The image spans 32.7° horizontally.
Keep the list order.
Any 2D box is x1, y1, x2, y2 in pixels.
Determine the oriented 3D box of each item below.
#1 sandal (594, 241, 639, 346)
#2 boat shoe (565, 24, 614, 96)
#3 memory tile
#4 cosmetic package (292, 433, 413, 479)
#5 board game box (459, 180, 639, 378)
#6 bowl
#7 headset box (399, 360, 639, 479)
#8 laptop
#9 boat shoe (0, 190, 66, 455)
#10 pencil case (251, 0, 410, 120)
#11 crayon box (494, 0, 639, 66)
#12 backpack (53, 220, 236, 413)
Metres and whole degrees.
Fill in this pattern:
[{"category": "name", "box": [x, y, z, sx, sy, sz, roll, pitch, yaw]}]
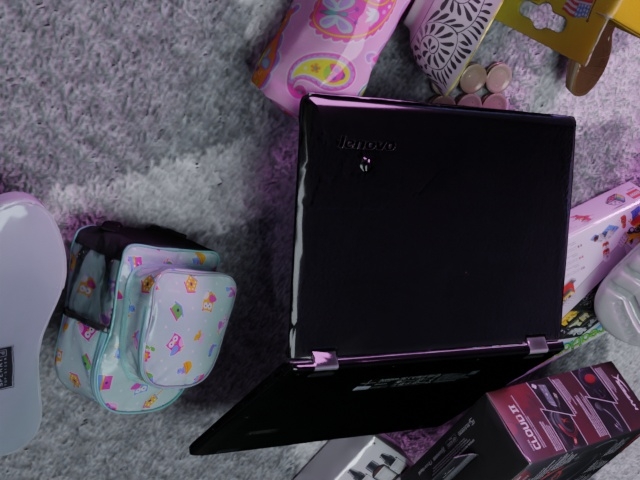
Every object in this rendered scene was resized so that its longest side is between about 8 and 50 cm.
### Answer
[{"category": "sandal", "box": [0.521, -0.022, 1.390, 0.416, 0.102, 0.169, -37, 104, 26]}, {"category": "boat shoe", "box": [0.321, -0.242, 1.309, 0.050, 0.045, 0.135, 3, 111, -37]}, {"category": "memory tile", "box": [0.173, -0.142, 1.308, 0.113, 0.012, 0.148, -6, 118, -24]}, {"category": "cosmetic package", "box": [0.007, 0.352, 1.465, 0.239, 0.060, 0.099, -48, 126, 3]}, {"category": "board game box", "box": [0.316, 0.067, 1.472, 0.305, 0.053, 0.193, -25, 125, -13]}, {"category": "bowl", "box": [0.140, -0.246, 1.167, 0.080, 0.170, 0.170, 28, 103, -2]}, {"category": "headset box", "box": [0.263, 0.282, 1.445, 0.293, 0.110, 0.218, -7, 145, -39]}, {"category": "laptop", "box": [0.073, 0.055, 1.263, 0.382, 0.236, 0.408, 0, 151, -33]}, {"category": "boat shoe", "box": [-0.327, 0.073, 1.113, 0.113, 0.105, 0.306, -11, 127, -27]}, {"category": "pencil case", "box": [0.040, -0.251, 1.115, 0.124, 0.124, 0.284, 23, 103, -35]}, {"category": "crayon box", "box": [0.323, -0.346, 1.158, 0.081, 0.202, 0.318, 18, 108, -34]}, {"category": "backpack", "box": [-0.186, 0.090, 1.144, 0.166, 0.144, 0.188, 6, 107, -57]}]
